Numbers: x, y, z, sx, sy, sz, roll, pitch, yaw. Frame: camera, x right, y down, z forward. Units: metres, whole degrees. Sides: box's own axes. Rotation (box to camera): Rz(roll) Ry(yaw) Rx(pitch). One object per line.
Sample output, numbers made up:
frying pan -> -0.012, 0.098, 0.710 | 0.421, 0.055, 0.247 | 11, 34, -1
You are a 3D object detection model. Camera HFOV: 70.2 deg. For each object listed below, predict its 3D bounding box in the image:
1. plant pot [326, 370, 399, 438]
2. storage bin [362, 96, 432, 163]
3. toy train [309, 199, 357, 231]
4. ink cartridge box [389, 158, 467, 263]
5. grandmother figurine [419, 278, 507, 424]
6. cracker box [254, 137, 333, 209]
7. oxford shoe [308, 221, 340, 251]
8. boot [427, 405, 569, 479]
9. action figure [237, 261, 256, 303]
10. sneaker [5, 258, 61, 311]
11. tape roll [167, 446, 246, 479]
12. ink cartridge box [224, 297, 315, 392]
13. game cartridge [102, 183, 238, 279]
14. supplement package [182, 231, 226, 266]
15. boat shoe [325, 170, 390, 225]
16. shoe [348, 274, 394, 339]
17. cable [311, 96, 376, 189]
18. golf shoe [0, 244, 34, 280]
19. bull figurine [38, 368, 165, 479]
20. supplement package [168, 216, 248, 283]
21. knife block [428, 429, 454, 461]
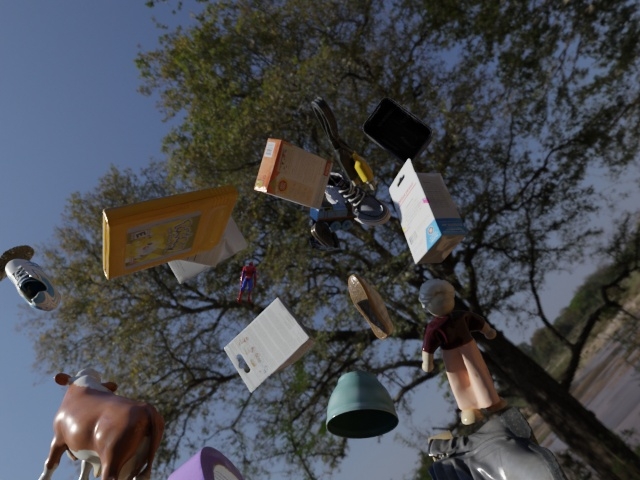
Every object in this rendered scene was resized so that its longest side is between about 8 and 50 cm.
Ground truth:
plant pot -> 0.164, 0.669, 1.889 | 0.292, 0.196, 0.293 | -2, -45, -2
storage bin -> 0.228, -0.316, 1.334 | 0.122, 0.180, 0.084 | -53, -9, 10
toy train -> 0.046, -0.092, 1.653 | 0.184, 0.080, 0.105 | -6, -60, -26
ink cartridge box -> 0.202, -0.058, 0.880 | 0.061, 0.182, 0.104 | -2, -31, -21
grandmother figurine -> 0.340, 0.253, 1.120 | 0.207, 0.343, 0.104 | -21, -5, -22
cracker box -> -0.076, -0.196, 1.377 | 0.232, 0.067, 0.156 | 15, -88, -47
oxford shoe -> 0.000, 0.000, 1.594 | 0.096, 0.083, 0.227 | -17, -21, 11
boot -> 0.327, 0.454, 0.840 | 0.222, 0.118, 0.338 | -26, 0, 6
action figure -> -0.170, 0.097, 1.069 | 0.038, 0.115, 0.030 | 0, -40, 5
sneaker -> -0.817, 0.112, 1.278 | 0.085, 0.237, 0.086 | -48, -29, -21
tape roll -> -0.205, 0.583, 0.965 | 0.090, 0.275, 0.275 | -38, -31, -9
ink cartridge box -> -0.154, 0.315, 1.377 | 0.232, 0.189, 0.066 | -46, -38, 1
game cartridge -> -0.394, -0.020, 1.189 | 0.323, 0.053, 0.285 | -16, -23, -32
supplement package -> -0.500, -0.011, 1.724 | 0.243, 0.139, 0.134 | 14, -65, -26
boat shoe -> 0.136, -0.184, 1.941 | 0.127, 0.340, 0.158 | -55, -34, -12
shoe -> 0.158, 0.201, 1.421 | 0.058, 0.219, 0.076 | -20, -14, -41
cable -> 0.060, -0.258, 1.198 | 0.072, 0.139, 0.287 | -31, -60, -3
golf shoe -> -1.006, 0.077, 1.467 | 0.176, 0.069, 0.086 | -41, 14, -19
bull figurine -> -0.357, 0.311, 0.718 | 0.101, 0.310, 0.189 | 26, -113, -42
supplement package -> -0.498, 0.030, 1.970 | 0.292, 0.178, 0.175 | -29, 3, 15
knife block -> 0.404, 0.679, 1.479 | 0.088, 0.276, 0.242 | -23, -65, 5
